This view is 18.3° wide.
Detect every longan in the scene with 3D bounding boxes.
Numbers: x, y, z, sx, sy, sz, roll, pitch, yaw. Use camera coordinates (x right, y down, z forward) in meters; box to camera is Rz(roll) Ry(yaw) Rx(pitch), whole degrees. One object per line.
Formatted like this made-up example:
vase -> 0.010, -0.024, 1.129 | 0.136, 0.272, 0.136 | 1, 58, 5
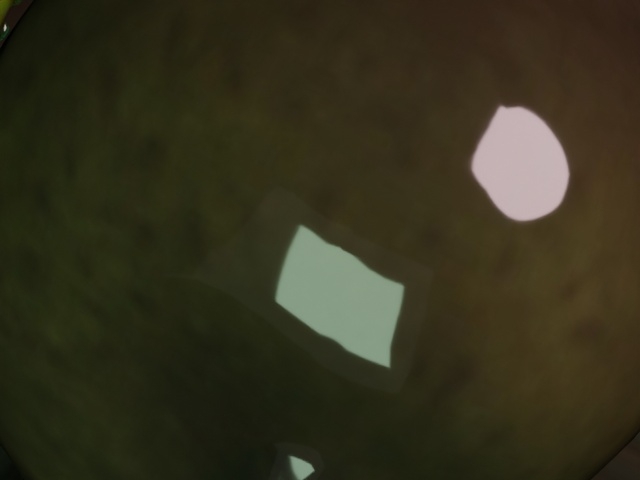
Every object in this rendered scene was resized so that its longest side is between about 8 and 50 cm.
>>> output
longan -> 0.000, 0.000, 0.918 | 0.361, 0.361, 0.361 | 10, 120, 17

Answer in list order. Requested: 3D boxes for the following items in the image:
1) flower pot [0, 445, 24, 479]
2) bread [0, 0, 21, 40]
flower pot -> -0.307, 0.182, 1.229 | 0.239, 0.189, 0.209 | 1, 117, 24
bread -> -0.263, -0.119, 0.991 | 0.112, 0.166, 0.383 | 28, 156, -29
